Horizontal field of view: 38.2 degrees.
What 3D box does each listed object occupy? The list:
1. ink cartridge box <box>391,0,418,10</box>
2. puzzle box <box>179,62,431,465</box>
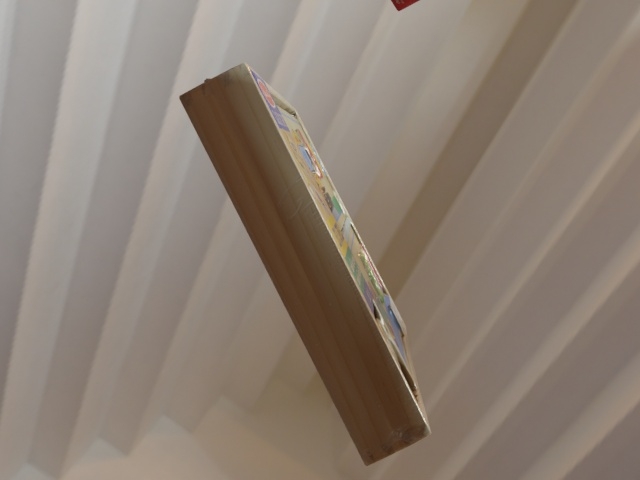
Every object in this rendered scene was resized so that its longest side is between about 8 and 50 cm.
[{"bbox_3d":[0.131,-0.345,0.997,0.175,0.072,0.127,-25,151,15],"label":"ink cartridge box"},{"bbox_3d":[0.000,0.000,0.787,0.052,0.272,0.409,-27,-177,4],"label":"puzzle box"}]
